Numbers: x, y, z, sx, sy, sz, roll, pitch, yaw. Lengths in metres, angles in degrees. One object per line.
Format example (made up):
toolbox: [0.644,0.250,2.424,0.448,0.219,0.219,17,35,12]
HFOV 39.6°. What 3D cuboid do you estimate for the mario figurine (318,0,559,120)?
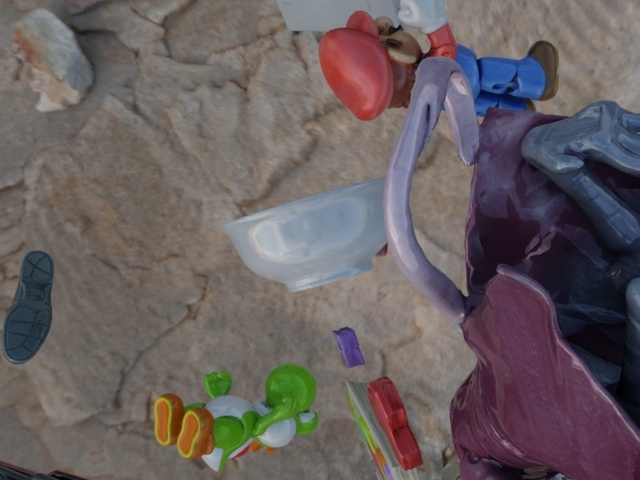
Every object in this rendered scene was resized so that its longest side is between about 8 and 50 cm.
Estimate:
mario figurine: [0.151,-0.249,1.197,0.320,0.170,0.198,5,116,-19]

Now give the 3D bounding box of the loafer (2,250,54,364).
loafer: [-0.643,0.156,1.967,0.096,0.084,0.267,16,58,-20]

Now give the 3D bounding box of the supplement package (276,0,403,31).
supplement package: [0.044,-0.495,1.408,0.198,0.199,0.262,6,63,20]

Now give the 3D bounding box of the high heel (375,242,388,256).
high heel: [0.014,0.006,1.833,0.244,0.082,0.117,-9,56,-7]

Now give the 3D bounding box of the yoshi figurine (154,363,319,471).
yoshi figurine: [-0.144,0.333,1.819,0.203,0.362,0.203,-42,59,37]

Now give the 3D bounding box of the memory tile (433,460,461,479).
memory tile: [0.160,0.387,1.240,0.012,0.113,0.148,37,100,-23]

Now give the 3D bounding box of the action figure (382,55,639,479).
action figure: [0.137,0.105,0.579,0.276,0.370,0.248,21,60,7]

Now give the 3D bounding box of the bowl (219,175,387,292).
bowl: [0.000,0.000,1.411,0.298,0.298,0.134,-17,89,12]

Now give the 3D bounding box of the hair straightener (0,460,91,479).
hair straightener: [-0.316,0.249,0.920,0.230,0.089,0.047,15,90,25]

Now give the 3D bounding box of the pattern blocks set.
pattern blocks set: [0.074,0.235,0.876,0.026,0.285,0.325,-22,108,-7]
